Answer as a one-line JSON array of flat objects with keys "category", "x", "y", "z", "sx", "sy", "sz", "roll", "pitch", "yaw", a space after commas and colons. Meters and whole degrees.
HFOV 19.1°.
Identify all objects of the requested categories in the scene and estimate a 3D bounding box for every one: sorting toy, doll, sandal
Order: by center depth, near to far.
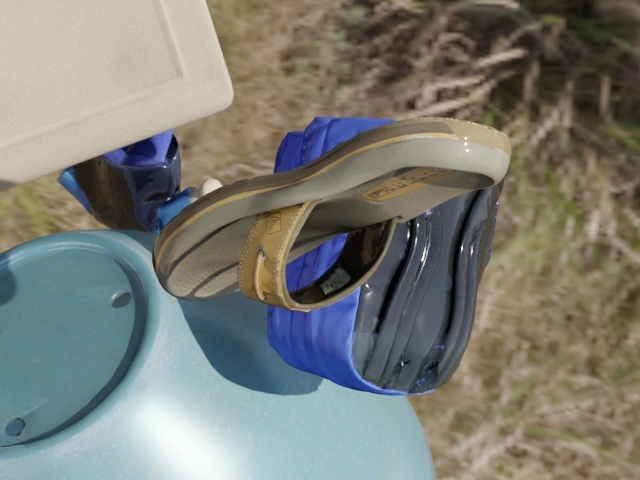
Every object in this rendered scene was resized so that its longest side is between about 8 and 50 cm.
[{"category": "sandal", "x": 0.000, "y": 0.000, "z": 0.734, "sx": 0.072, "sy": 0.180, "sz": 0.049, "roll": 7, "pitch": 70, "yaw": -45}, {"category": "sorting toy", "x": -0.158, "y": -0.133, "z": 1.073, "sx": 0.347, "sy": 0.047, "sz": 0.196, "roll": -20, "pitch": 119, "yaw": -7}, {"category": "doll", "x": -0.118, "y": -0.052, "z": 1.232, "sx": 0.046, "sy": 0.129, "sz": 0.189, "roll": -44, "pitch": 145, "yaw": -51}]

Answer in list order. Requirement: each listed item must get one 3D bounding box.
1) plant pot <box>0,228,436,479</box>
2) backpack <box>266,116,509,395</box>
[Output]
[{"category": "plant pot", "x": -0.105, "y": 0.107, "z": 0.981, "sx": 0.290, "sy": 0.290, "sz": 0.195, "roll": -47, "pitch": 140, "yaw": -17}, {"category": "backpack", "x": 0.024, "y": 0.010, "z": 0.881, "sx": 0.098, "sy": 0.101, "sz": 0.120, "roll": 11, "pitch": 86, "yaw": -44}]
